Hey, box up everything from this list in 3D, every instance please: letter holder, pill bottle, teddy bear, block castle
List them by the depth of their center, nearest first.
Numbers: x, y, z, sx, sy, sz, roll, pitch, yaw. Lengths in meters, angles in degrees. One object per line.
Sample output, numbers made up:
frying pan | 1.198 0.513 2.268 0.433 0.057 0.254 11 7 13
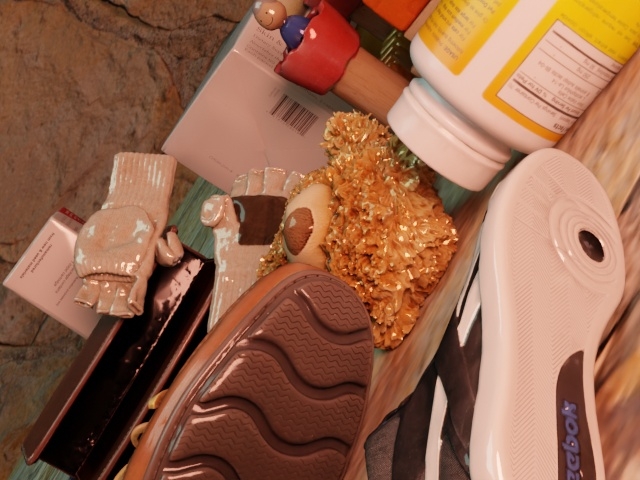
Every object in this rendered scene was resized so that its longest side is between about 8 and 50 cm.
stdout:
pill bottle | 0.138 -0.138 0.593 0.215 0.117 0.117 -52 14 22
teddy bear | 0.000 0.000 0.798 0.245 0.113 0.338 -57 12 9
block castle | 0.131 -0.347 0.911 0.453 0.212 0.303 -49 15 31
letter holder | -0.179 0.146 1.028 0.302 0.152 0.214 -60 15 -12

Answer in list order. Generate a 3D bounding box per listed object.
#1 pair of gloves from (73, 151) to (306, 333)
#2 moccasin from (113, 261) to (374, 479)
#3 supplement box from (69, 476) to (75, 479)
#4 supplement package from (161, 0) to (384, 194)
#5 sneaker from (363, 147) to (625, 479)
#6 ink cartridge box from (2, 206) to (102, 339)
pair of gloves | -0.142 -0.003 1.000 0.042 0.240 0.204 82 -160 -61
moccasin | -0.084 0.190 0.631 0.380 0.139 0.147 -68 21 -2
supplement box | -0.309 0.307 1.330 0.083 0.056 0.083 -57 13 0
supplement package | -0.033 -0.194 1.178 0.198 0.199 0.263 -44 18 43
sneaker | 0.074 0.057 0.449 0.121 0.079 0.217 -41 22 46
ink cartridge box | -0.287 0.080 1.312 0.114 0.273 0.197 -54 13 -2
